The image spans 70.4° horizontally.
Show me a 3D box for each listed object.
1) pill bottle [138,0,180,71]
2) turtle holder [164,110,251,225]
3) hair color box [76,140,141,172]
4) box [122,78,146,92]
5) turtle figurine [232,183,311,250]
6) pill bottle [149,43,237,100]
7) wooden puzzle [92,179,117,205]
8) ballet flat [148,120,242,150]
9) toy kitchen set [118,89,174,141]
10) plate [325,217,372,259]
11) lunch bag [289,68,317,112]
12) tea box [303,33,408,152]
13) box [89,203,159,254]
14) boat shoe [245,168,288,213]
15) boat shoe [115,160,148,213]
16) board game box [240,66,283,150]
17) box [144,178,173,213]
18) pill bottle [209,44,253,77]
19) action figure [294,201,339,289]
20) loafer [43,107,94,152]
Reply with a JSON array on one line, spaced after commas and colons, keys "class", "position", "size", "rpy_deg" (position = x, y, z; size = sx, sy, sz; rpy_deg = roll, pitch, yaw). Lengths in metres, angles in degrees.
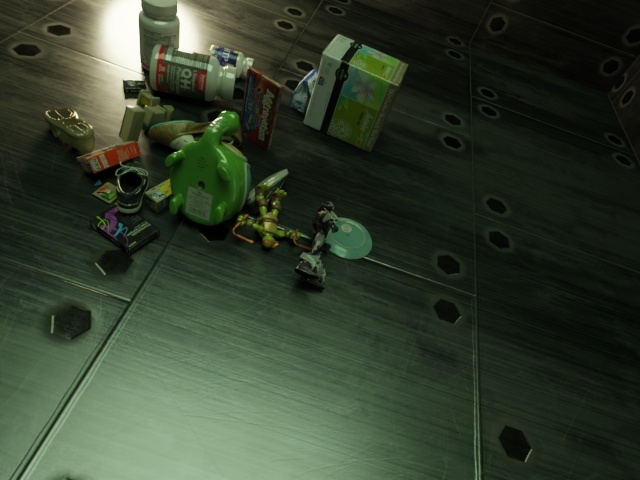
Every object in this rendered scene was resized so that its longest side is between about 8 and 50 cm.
[{"class": "pill bottle", "position": [-0.656, -0.844, 1.851], "size": [0.160, 0.283, 0.160], "rpy_deg": [10, 47, -11]}, {"class": "turtle holder", "position": [-0.335, -0.217, 1.408], "size": [0.243, 0.321, 0.227], "rpy_deg": [-8, 15, 23]}, {"class": "hair color box", "position": [-0.685, -0.273, 1.472], "size": [0.093, 0.053, 0.167], "rpy_deg": [10, 36, 40]}, {"class": "box", "position": [-0.737, -0.612, 1.801], "size": [0.083, 0.018, 0.067], "rpy_deg": [-7, 53, -24]}, {"class": "turtle figurine", "position": [-0.155, -0.061, 1.468], "size": [0.269, 0.087, 0.218], "rpy_deg": [12, 64, -25]}, {"class": "pill bottle", "position": [-0.502, -0.659, 1.815], "size": [0.318, 0.176, 0.176], "rpy_deg": [9, 48, -11]}, {"class": "wooden puzzle", "position": [-0.664, -0.151, 1.426], "size": [0.116, 0.014, 0.079], "rpy_deg": [24, 47, 3]}, {"class": "ballet flat", "position": [-0.436, -0.366, 1.646], "size": [0.342, 0.116, 0.124], "rpy_deg": [-12, 74, -32]}, {"class": "toy kitchen set", "position": [-0.665, -0.458, 1.651], "size": [0.166, 0.122, 0.207], "rpy_deg": [36, 28, 14]}, {"class": "plate", "position": [0.092, -0.015, 1.561], "size": [0.188, 0.024, 0.188], "rpy_deg": [9, 49, -10]}, {"class": "lunch bag", "position": [-0.061, -0.657, 1.983], "size": [0.096, 0.151, 0.129], "rpy_deg": [24, 46, 3]}, {"class": "tea box", "position": [0.142, -0.605, 1.886], "size": [0.323, 0.329, 0.220], "rpy_deg": [23, 46, 2]}, {"class": "box", "position": [-0.578, -0.039, 1.346], "size": [0.162, 0.029, 0.116], "rpy_deg": [34, 48, 11]}, {"class": "boat shoe", "position": [-0.179, -0.172, 1.577], "size": [0.219, 0.077, 0.070], "rpy_deg": [-47, 116, -36]}, {"class": "boat shoe", "position": [-0.592, -0.187, 1.418], "size": [0.095, 0.079, 0.255], "rpy_deg": [8, 37, -16]}, {"class": "board game box", "position": [-0.225, -0.479, 1.680], "size": [0.145, 0.281, 0.027], "rpy_deg": [33, 48, 11]}, {"class": "box", "position": [-0.481, -0.159, 1.469], "size": [0.059, 0.054, 0.169], "rpy_deg": [36, 48, 13]}, {"class": "pill bottle", "position": [-0.394, -0.783, 2.007], "size": [0.186, 0.112, 0.112], "rpy_deg": [12, 47, -9]}, {"class": "action figure", "position": [0.000, 0.000, 1.419], "size": [0.099, 0.185, 0.285], "rpy_deg": [13, 63, 4]}, {"class": "loafer", "position": [-0.834, -0.364, 1.506], "size": [0.102, 0.092, 0.268], "rpy_deg": [-25, 46, -36]}]
